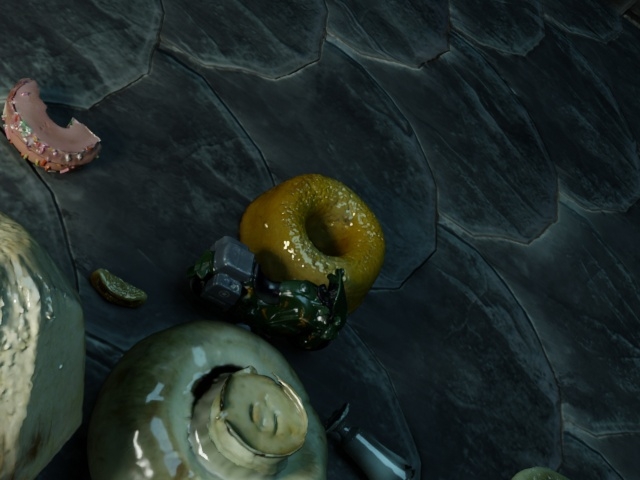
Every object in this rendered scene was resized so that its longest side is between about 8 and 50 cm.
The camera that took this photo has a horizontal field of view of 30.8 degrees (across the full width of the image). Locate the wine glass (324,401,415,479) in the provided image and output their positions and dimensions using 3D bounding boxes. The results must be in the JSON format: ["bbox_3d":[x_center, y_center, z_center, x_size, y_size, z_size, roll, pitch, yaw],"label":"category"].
[{"bbox_3d":[0.073,0.333,1.827,0.155,0.072,0.072,45,39,-5],"label":"wine glass"}]

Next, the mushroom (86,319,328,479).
[{"bbox_3d":[-0.140,0.268,1.526,0.352,0.260,0.352,20,47,-24],"label":"mushroom"}]

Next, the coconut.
[{"bbox_3d":[-0.449,0.157,1.247,0.415,0.415,0.344,37,14,-15],"label":"coconut"}]

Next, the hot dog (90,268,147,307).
[{"bbox_3d":[-0.299,0.076,1.710,0.090,0.030,0.034,33,43,-19],"label":"hot dog"}]

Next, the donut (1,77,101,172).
[{"bbox_3d":[-0.420,-0.159,1.759,0.166,0.065,0.117,42,38,-8],"label":"donut"}]

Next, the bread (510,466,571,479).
[{"bbox_3d":[0.420,0.516,2.032,0.267,0.040,0.267,25,45,-28],"label":"bread"}]

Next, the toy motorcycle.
[{"bbox_3d":[-0.067,0.085,1.802,0.275,0.187,0.125,28,44,-23],"label":"toy motorcycle"}]

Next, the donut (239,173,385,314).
[{"bbox_3d":[-0.001,0.002,1.993,0.277,0.108,0.277,25,45,-28],"label":"donut"}]
